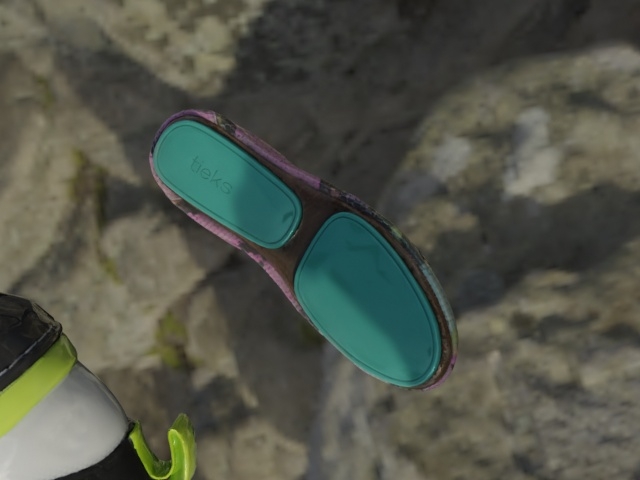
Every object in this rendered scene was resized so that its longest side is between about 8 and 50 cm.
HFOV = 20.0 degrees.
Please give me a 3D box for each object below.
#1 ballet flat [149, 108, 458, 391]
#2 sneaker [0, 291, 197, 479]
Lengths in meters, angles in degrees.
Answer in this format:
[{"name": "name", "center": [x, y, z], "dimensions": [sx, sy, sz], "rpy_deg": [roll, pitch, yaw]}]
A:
[{"name": "ballet flat", "center": [0.000, 0.000, 1.024], "dimensions": [0.221, 0.079, 0.077], "rpy_deg": [38, 106, 18]}, {"name": "sneaker", "center": [-0.130, 0.115, 0.490], "dimensions": [0.234, 0.084, 0.097], "rpy_deg": [-42, 98, 18]}]
